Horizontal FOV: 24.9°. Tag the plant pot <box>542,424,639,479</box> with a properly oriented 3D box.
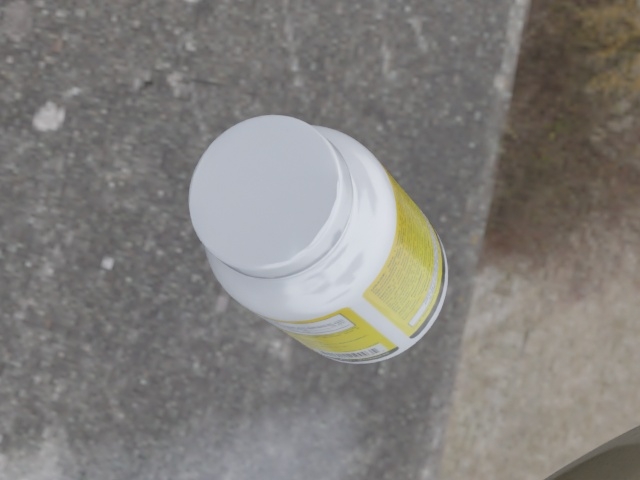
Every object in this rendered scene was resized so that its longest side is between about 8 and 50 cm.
[{"bbox_3d":[0.232,0.226,0.954,0.257,0.274,0.256,12,71,-36],"label":"plant pot"}]

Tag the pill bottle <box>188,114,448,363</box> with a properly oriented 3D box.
[{"bbox_3d":[0.000,0.000,1.398,0.187,0.188,0.334,-70,159,-9],"label":"pill bottle"}]
